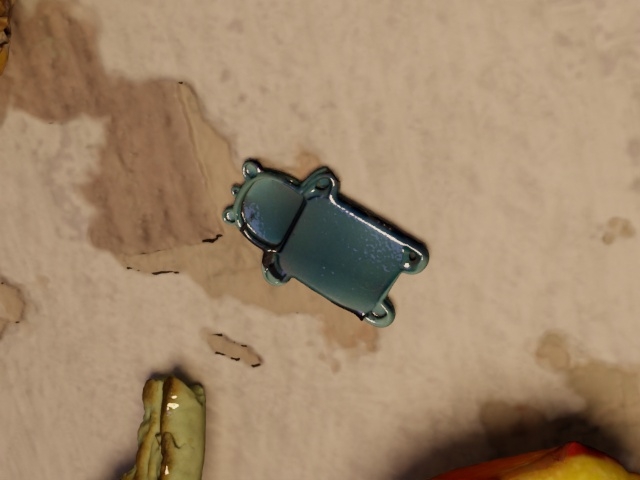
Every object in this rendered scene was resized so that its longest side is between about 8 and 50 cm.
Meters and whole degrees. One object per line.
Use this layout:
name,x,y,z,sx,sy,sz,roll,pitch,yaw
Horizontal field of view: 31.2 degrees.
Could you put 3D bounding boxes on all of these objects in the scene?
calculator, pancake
calculator,0.000,0.000,0.775,0.141,0.019,0.094,30,115,2
pancake,-0.165,0.272,0.850,0.054,0.197,0.376,19,104,-33

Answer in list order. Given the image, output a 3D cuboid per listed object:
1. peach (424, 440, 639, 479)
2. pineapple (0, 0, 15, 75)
peach,0.133,0.292,0.730,0.281,0.281,0.338,14,114,8
pineapple,-0.349,-0.150,0.620,0.352,0.352,0.300,-28,96,22
